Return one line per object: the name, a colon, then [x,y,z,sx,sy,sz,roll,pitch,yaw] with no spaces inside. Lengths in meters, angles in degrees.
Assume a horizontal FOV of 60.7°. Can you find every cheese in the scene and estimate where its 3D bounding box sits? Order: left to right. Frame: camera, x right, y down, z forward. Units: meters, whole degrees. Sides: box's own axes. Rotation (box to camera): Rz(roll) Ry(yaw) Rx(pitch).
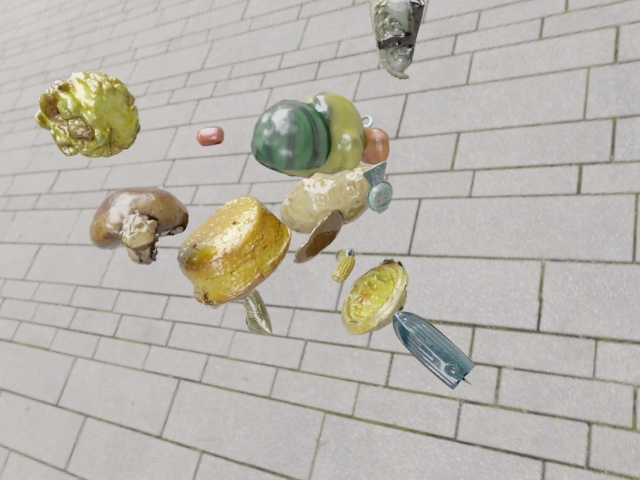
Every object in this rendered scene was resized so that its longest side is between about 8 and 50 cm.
cheese: [0.122,-0.107,1.148,0.067,0.121,0.026,-30,42,-14]

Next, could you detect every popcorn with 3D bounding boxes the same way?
popcorn: [-0.479,-0.262,1.147,0.197,0.155,0.198,3,103,13]

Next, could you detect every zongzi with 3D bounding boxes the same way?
zongzi: [-0.226,0.250,2.008,0.178,0.081,0.189,2,103,63]

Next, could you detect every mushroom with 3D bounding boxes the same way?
mushroom: [-0.495,-0.049,1.499,0.263,0.195,0.283,-11,26,-26]

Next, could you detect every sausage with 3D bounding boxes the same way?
sausage: [-0.335,-0.319,1.663,0.094,0.054,0.059,-3,26,22]

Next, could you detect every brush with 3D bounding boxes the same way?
brush: [0.071,0.047,1.659,0.060,0.297,0.068,16,86,6]

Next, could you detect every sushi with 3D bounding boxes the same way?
sushi: [0.179,-0.532,1.420,0.109,0.273,0.134,-9,54,-9]

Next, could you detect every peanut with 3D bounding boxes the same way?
peanut: [0.033,-0.136,1.731,0.387,0.192,0.169,-18,22,31]

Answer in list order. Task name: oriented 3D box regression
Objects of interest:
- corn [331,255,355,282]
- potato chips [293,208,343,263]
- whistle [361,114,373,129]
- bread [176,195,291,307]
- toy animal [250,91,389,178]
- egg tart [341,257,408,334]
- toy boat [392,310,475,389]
corn: [0.053,0.065,1.239,0.037,0.037,0.092,-7,26,29]
potato chips: [0.000,0.000,1.620,0.201,0.150,0.049,-40,67,-15]
whistle: [0.026,-0.325,1.682,0.289,0.163,0.164,-16,56,15]
bread: [-0.276,0.030,1.678,0.358,0.204,0.336,-48,27,-16]
toy animal: [-0.007,-0.249,1.272,0.216,0.338,0.191,17,111,46]
egg tart: [0.178,0.186,1.708,0.279,0.095,0.279,-37,26,22]
toy boat: [0.277,0.268,1.376,0.246,0.103,0.093,42,97,4]
